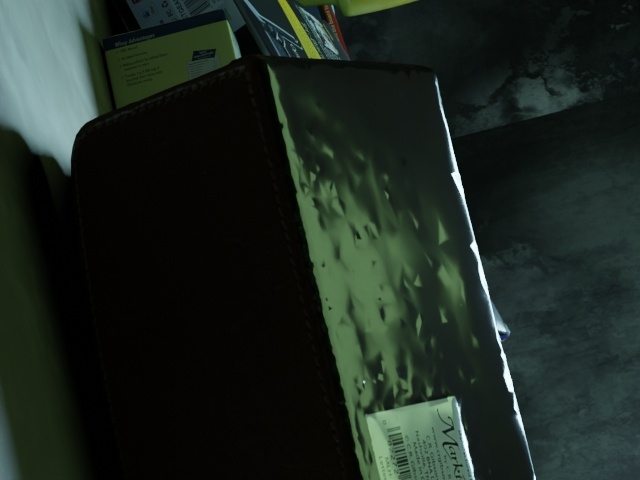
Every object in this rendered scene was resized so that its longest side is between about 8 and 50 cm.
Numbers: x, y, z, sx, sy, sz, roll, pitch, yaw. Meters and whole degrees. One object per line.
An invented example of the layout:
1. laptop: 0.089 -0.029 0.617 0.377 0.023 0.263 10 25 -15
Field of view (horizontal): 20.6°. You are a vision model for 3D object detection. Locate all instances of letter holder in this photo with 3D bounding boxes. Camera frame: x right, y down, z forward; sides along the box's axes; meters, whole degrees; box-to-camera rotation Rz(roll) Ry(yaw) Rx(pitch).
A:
1. letter holder: -0.035 0.087 0.851 0.152 0.214 0.301 -5 80 -56

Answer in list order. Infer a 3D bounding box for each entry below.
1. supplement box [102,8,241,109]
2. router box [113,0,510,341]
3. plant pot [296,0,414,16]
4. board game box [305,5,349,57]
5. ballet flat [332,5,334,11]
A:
1. supplement box: -0.088 -0.092 1.130 0.056 0.083 0.083 68 8 -73
2. router box: -0.004 -0.054 1.263 0.308 0.081 0.243 61 15 22
3. plant pot: -0.048 -0.309 1.556 0.254 0.239 0.254 -13 90 -88
4. board game box: -0.042 -0.147 1.636 0.027 0.145 0.281 91 -18 -71
5. ballet flat: -0.081 -0.276 1.985 0.182 0.164 0.483 53 3 1
